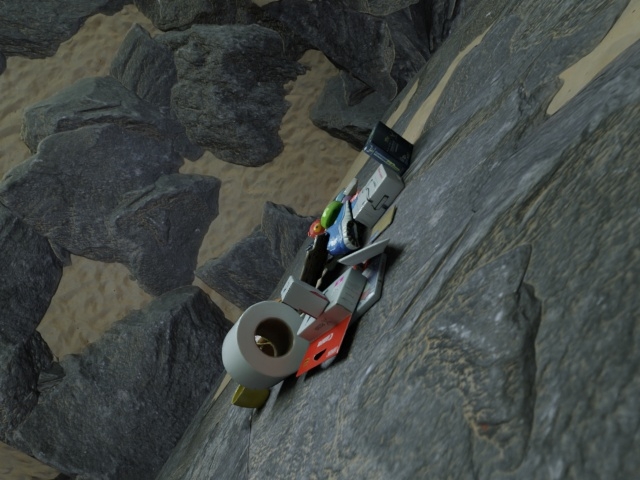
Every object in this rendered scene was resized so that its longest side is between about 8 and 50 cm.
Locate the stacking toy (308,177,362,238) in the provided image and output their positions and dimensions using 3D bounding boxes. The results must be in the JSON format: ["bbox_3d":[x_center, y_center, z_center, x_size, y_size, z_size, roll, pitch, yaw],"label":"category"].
[{"bbox_3d":[0.058,-0.141,1.797,0.309,0.130,0.279,-52,-24,-17],"label":"stacking toy"}]

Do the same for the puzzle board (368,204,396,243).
[{"bbox_3d":[0.210,-0.052,1.358,0.128,0.011,0.096,-51,10,43],"label":"puzzle board"}]

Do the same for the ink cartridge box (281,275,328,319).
[{"bbox_3d":[-0.048,0.156,1.125,0.063,0.109,0.150,-61,6,-2],"label":"ink cartridge box"}]

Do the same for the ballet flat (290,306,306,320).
[{"bbox_3d":[-0.103,0.315,1.539,0.096,0.095,0.280,-41,13,23],"label":"ballet flat"}]

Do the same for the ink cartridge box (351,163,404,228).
[{"bbox_3d":[0.210,-0.169,1.511,0.203,0.086,0.148,-54,15,22],"label":"ink cartridge box"}]

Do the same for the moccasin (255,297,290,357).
[{"bbox_3d":[-0.200,0.385,1.619,0.147,0.139,0.380,-38,13,44],"label":"moccasin"}]

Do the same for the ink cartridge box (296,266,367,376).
[{"bbox_3d":[0.007,0.230,1.116,0.275,0.060,0.238,-49,9,51],"label":"ink cartridge box"}]

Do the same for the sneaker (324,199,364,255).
[{"bbox_3d":[0.082,-0.049,1.593,0.147,0.129,0.330,-29,18,24],"label":"sneaker"}]

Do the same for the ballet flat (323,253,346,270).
[{"bbox_3d":[0.068,0.059,1.648,0.168,0.052,0.057,-53,9,28],"label":"ballet flat"}]

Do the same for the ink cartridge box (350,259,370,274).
[{"bbox_3d":[0.113,0.095,1.278,0.115,0.029,0.063,-53,7,29],"label":"ink cartridge box"}]

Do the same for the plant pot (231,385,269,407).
[{"bbox_3d":[-0.237,0.537,1.425,0.134,0.095,0.134,-55,7,10],"label":"plant pot"}]

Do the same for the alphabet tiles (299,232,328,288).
[{"bbox_3d":[-0.022,0.103,1.632,0.342,0.011,0.284,-20,-53,-73],"label":"alphabet tiles"}]

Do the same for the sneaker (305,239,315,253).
[{"bbox_3d":[0.001,0.001,2.161,0.163,0.086,0.226,-49,-11,-46],"label":"sneaker"}]

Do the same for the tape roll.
[{"bbox_3d":[-0.177,0.338,1.300,0.169,0.246,0.246,-48,11,48],"label":"tape roll"}]

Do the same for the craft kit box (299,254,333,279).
[{"bbox_3d":[-0.017,0.114,1.989,0.249,0.061,0.246,-55,5,14],"label":"craft kit box"}]

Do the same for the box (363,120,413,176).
[{"bbox_3d":[0.278,-0.373,1.624,0.059,0.183,0.232,-52,8,37],"label":"box"}]

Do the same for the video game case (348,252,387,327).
[{"bbox_3d":[0.108,0.149,1.107,0.201,0.023,0.183,-52,9,35],"label":"video game case"}]

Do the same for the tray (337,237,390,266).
[{"bbox_3d":[0.121,0.041,1.159,0.145,0.030,0.270,-26,-3,0],"label":"tray"}]
